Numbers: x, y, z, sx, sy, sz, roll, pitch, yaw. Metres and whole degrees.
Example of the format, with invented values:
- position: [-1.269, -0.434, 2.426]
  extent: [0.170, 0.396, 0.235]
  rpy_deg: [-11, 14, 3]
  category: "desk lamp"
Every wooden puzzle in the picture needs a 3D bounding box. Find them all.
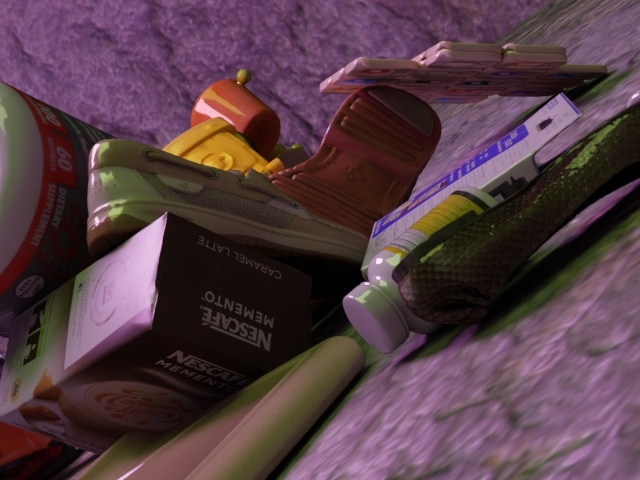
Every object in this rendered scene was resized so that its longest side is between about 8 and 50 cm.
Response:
- position: [-0.098, 0.162, 0.989]
  extent: [0.239, 0.044, 0.221]
  rpy_deg: [-26, 10, 36]
  category: "wooden puzzle"

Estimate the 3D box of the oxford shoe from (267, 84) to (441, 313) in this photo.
- position: [0.000, 0.000, 1.461]
  extent: [0.397, 0.140, 0.146]
  rpy_deg: [-45, -18, -43]
  category: "oxford shoe"

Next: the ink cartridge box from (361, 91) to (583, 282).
- position: [0.132, -0.039, 1.200]
  extent: [0.208, 0.045, 0.206]
  rpy_deg: [-36, 5, 11]
  category: "ink cartridge box"

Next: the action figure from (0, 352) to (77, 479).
- position: [-0.296, 0.160, 1.540]
  extent: [0.341, 0.178, 0.330]
  rpy_deg: [-39, 15, -18]
  category: "action figure"

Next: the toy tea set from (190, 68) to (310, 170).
- position: [-0.170, -0.065, 1.906]
  extent: [0.124, 0.200, 0.336]
  rpy_deg: [32, 66, 35]
  category: "toy tea set"

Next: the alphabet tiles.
- position: [0.149, -0.177, 1.568]
  extent: [0.278, 0.021, 0.284]
  rpy_deg: [-1, -3, -14]
  category: "alphabet tiles"

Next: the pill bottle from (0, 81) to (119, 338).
- position: [-0.233, -0.002, 1.363]
  extent: [0.210, 0.210, 0.363]
  rpy_deg: [-34, -29, 19]
  category: "pill bottle"

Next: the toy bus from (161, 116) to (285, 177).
- position: [-0.086, -0.009, 1.755]
  extent: [0.149, 0.220, 0.211]
  rpy_deg: [-40, 47, -25]
  category: "toy bus"

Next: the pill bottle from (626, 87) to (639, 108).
- position: [0.253, -0.105, 1.023]
  extent: [0.083, 0.043, 0.043]
  rpy_deg: [-39, 6, -32]
  category: "pill bottle"

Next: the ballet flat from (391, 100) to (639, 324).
- position: [0.158, -0.022, 0.918]
  extent: [0.250, 0.058, 0.084]
  rpy_deg: [-32, -17, -15]
  category: "ballet flat"

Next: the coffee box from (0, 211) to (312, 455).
- position: [-0.135, 0.087, 1.158]
  extent: [0.246, 0.141, 0.098]
  rpy_deg: [-31, 44, 46]
  category: "coffee box"

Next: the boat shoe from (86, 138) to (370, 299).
- position: [-0.064, -0.017, 1.226]
  extent: [0.302, 0.098, 0.109]
  rpy_deg: [12, -30, -41]
  category: "boat shoe"

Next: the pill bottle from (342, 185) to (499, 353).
- position: [0.072, 0.021, 0.965]
  extent: [0.116, 0.065, 0.065]
  rpy_deg: [-38, 6, -19]
  category: "pill bottle"
